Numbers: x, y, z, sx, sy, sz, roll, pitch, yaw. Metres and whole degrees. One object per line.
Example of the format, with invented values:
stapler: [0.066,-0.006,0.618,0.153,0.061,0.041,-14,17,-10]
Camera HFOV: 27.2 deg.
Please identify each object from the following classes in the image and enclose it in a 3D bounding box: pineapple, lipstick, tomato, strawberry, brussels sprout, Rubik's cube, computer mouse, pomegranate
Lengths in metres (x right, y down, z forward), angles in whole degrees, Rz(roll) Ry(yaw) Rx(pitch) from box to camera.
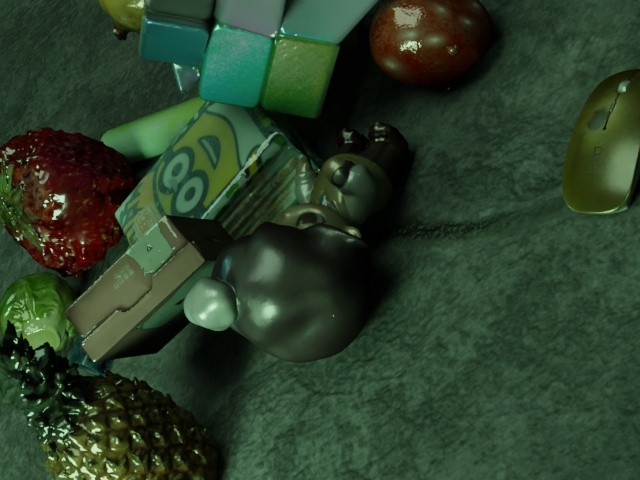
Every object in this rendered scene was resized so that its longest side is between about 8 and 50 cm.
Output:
pineapple: [-0.311,0.252,1.755,0.202,0.362,0.202,-36,30,25]
lipstick: [-0.315,0.067,2.144,0.051,0.051,0.312,0,63,52]
tomato: [0.145,-0.291,1.825,0.167,0.167,0.167,-28,45,32]
strawberry: [-0.429,-0.077,2.258,0.220,0.274,0.274,-27,23,-32]
lipstick: [-0.263,-0.188,2.261,0.304,0.076,0.076,-13,53,43]
brussels sprout: [-0.480,0.125,2.228,0.155,0.117,0.155,-32,35,26]
Rubik's cube: [-0.095,-0.365,1.868,0.368,0.387,0.358,-45,16,12]
computer mouse: [0.347,-0.122,1.558,0.102,0.045,0.199,4,67,47]
pomegranate: [-0.332,-0.461,2.471,0.196,0.196,0.196,-28,45,32]

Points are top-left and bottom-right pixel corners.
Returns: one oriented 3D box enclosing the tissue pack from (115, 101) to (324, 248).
tissue pack: [-0.159,-0.073,2.011,0.311,0.128,0.228,-48,38,10]

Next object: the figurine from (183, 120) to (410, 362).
figurine: [-0.006,-0.016,1.735,0.218,0.206,0.365,3,63,33]

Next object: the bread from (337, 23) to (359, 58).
bread: [-0.035,-0.354,2.125,0.233,0.088,0.161,-14,50,40]

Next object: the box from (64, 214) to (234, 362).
box: [-0.218,0.064,1.816,0.215,0.215,0.086,-42,78,12]
